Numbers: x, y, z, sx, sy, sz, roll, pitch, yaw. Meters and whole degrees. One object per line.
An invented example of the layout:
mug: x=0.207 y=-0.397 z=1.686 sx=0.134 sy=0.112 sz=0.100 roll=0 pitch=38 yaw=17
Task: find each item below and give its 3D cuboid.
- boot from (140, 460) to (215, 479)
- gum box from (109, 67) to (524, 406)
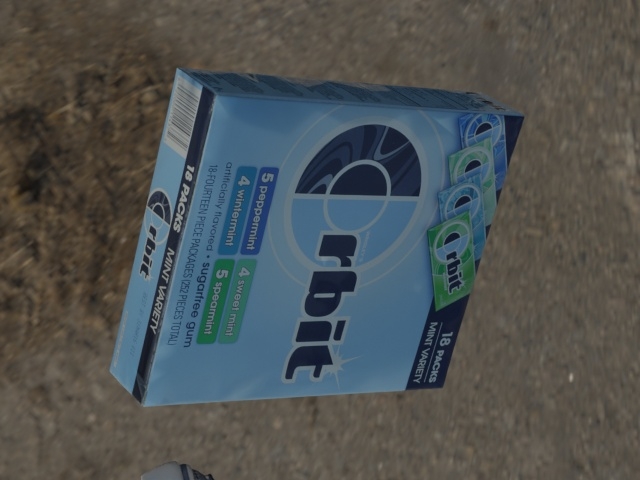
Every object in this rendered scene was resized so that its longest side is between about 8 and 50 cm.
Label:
boot: x=0.007 y=0.156 z=0.593 sx=0.086 sy=0.069 sz=0.190 roll=-23 pitch=91 yaw=-5
gum box: x=0.000 y=0.000 z=0.815 sx=0.184 sy=0.041 sz=0.157 roll=0 pitch=113 yaw=-35
